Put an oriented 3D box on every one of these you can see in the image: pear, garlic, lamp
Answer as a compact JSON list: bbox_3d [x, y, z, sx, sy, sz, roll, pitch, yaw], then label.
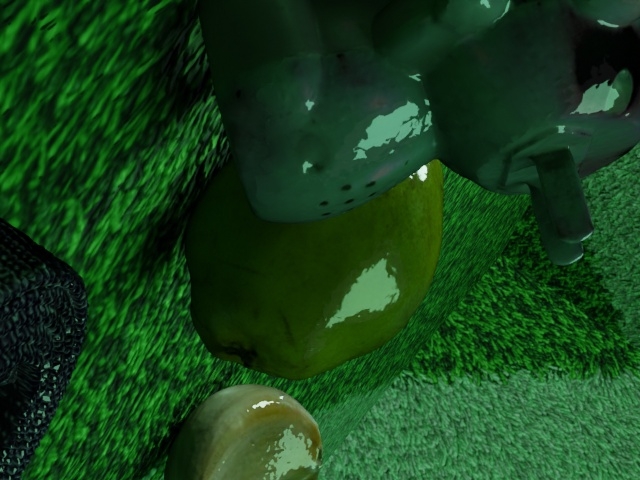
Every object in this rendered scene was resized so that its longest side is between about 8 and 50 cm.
[{"bbox_3d":[0.000,0.000,0.996,0.269,0.212,0.212,-53,168,-28],"label":"pear"},{"bbox_3d":[-0.101,0.265,1.405,0.245,0.164,0.145,-31,171,-47],"label":"garlic"},{"bbox_3d":[0.086,-0.093,0.791,0.301,0.247,0.247,-13,159,0],"label":"lamp"}]

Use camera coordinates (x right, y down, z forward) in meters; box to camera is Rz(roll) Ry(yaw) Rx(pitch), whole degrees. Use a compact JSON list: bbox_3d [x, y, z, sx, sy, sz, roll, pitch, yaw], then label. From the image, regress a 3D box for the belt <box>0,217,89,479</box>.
[{"bbox_3d":[-0.247,0.127,0.638,0.325,0.122,0.260,-59,171,14],"label":"belt"}]
